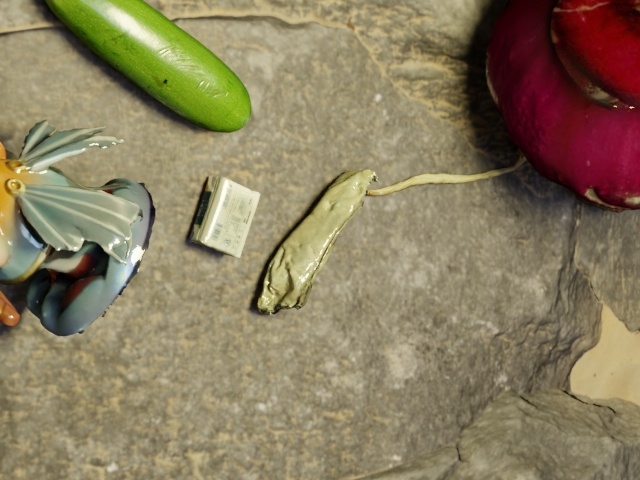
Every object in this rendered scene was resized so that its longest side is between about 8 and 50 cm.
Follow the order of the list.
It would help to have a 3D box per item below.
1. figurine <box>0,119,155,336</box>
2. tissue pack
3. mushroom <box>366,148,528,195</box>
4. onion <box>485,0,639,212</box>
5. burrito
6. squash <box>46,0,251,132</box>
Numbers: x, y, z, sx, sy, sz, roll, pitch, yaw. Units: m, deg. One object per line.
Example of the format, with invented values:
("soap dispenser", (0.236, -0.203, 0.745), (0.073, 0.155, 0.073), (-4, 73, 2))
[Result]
("figurine", (-0.348, -0.082, 1.539), (0.388, 0.276, 0.248), (34, 118, -29))
("tissue pack", (-0.112, -0.028, 1.833), (0.062, 0.042, 0.083), (22, 82, -34))
("mushroom", (0.175, -0.084, 2.051), (0.286, 0.026, 0.028), (-16, 88, -32))
("onion", (0.386, -0.182, 2.047), (0.398, 0.420, 0.398), (7, 56, -10))
("burrito", (-0.002, -0.001, 1.905), (0.229, 0.063, 0.058), (-53, 149, -21))
("squash", (-0.183, -0.207, 1.738), (0.292, 0.082, 0.082), (36, 74, -33))
